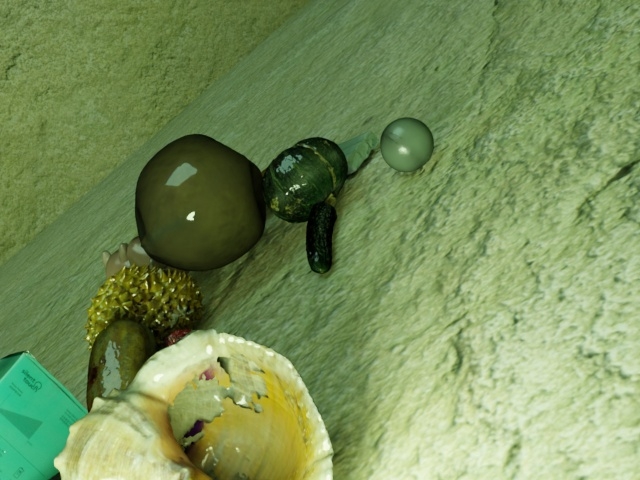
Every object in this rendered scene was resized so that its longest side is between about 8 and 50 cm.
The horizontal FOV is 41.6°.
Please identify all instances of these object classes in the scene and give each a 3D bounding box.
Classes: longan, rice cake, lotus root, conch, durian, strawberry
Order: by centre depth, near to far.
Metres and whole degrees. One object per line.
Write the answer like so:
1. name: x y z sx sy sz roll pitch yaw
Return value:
1. conch: -0.136 0.271 1.045 0.352 0.210 0.297 21 70 15
2. lotus root: -0.332 0.243 1.438 0.123 0.124 0.241 -15 51 3
3. strawberry: -0.243 0.190 1.540 0.073 0.073 0.083 -28 8 24
4. durian: -0.329 0.146 1.609 0.138 0.183 0.250 20 58 42
5. longan: -0.244 -0.074 1.695 0.288 0.288 0.350 -40 0 -6
6. rice cake: 0.019 -0.170 1.877 0.237 0.043 0.127 -13 32 50

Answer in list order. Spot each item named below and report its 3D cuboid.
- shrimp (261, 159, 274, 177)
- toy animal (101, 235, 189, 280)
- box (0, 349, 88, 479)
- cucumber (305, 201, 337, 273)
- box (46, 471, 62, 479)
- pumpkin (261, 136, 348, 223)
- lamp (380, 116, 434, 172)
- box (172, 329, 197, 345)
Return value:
1. shrimp: -0.099 -0.167 1.989 0.152 0.063 0.287 -50 1 45
2. toy animal: -0.385 0.057 1.905 0.250 0.154 0.166 -22 6 44
3. box: -0.576 0.378 1.497 0.118 0.205 0.311 -12 34 43
4. cucumber: 0.000 0.000 1.561 0.215 0.058 0.052 -85 7 -59
5. box: -0.410 0.470 1.252 0.211 0.058 0.350 -38 21 6
6. pumpkin: -0.031 -0.121 1.701 0.190 0.146 0.190 -27 -14 -7
7. lamp: 0.163 -0.181 1.594 0.105 0.105 0.105 -32 22 15
8. box: -0.210 0.225 1.377 0.124 0.093 0.172 -37 21 1
